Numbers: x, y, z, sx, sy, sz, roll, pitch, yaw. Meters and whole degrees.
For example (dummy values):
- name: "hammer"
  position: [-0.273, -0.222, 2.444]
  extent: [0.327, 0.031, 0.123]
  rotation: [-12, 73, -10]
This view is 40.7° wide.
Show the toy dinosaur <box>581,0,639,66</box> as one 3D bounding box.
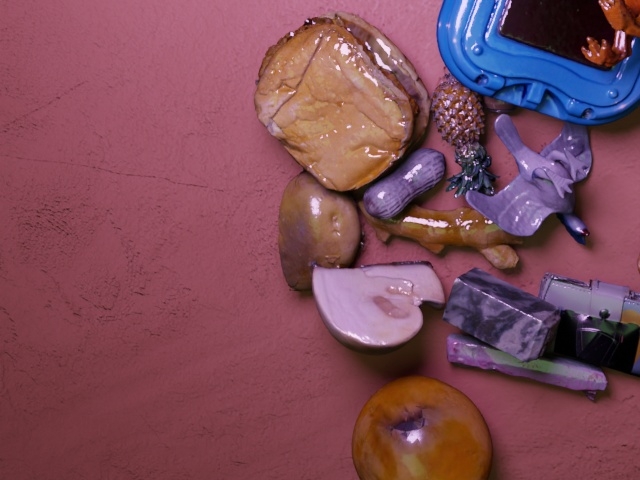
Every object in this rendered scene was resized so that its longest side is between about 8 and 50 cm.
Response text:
- name: "toy dinosaur"
  position: [0.462, -0.307, 1.170]
  extent: [0.208, 0.097, 0.432]
  rotation: [-36, 112, -9]

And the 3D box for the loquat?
- name: "loquat"
  position: [0.187, 0.383, 1.596]
  extent: [0.263, 0.263, 0.263]
  rotation: [6, 113, 16]

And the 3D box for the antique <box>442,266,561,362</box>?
- name: "antique"
  position: [0.318, 0.130, 1.496]
  extent: [0.183, 0.086, 0.088]
  rotation: [28, 118, 27]

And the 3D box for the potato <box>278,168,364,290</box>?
- name: "potato"
  position: [0.000, 0.000, 1.555]
  extent: [0.138, 0.098, 0.243]
  rotation: [6, 114, 32]

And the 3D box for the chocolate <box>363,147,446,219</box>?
- name: "chocolate"
  position: [0.145, -0.098, 1.470]
  extent: [0.167, 0.072, 0.072]
  rotation: [-35, 99, -6]

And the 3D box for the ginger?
- name: "ginger"
  position: [0.208, -0.031, 1.510]
  extent: [0.299, 0.065, 0.118]
  rotation: [13, 107, 16]

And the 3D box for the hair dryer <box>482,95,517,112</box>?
- name: "hair dryer"
  position: [0.350, -0.266, 1.374]
  extent: [0.181, 0.064, 0.117]
  rotation: [1, 112, 12]

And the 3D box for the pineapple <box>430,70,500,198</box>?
- name: "pineapple"
  position: [0.232, -0.172, 1.413]
  extent: [0.103, 0.083, 0.221]
  rotation: [15, 127, 56]

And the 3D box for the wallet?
- name: "wallet"
  position: [0.482, 0.150, 1.493]
  extent: [0.231, 0.069, 0.170]
  rotation: [15, 120, 13]

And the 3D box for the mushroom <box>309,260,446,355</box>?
- name: "mushroom"
  position: [0.101, 0.147, 1.536]
  extent: [0.236, 0.173, 0.162]
  rotation: [-2, 145, -6]

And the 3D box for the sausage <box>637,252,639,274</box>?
- name: "sausage"
  position: [0.624, 0.073, 1.385]
  extent: [0.241, 0.120, 0.136]
  rotation: [42, 132, -2]

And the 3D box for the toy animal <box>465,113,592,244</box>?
- name: "toy animal"
  position: [0.356, -0.091, 1.390]
  extent: [0.239, 0.176, 0.255]
  rotation: [-40, 88, -11]

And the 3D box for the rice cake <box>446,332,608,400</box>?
- name: "rice cake"
  position: [0.369, 0.233, 1.572]
  extent: [0.290, 0.051, 0.081]
  rotation: [13, 123, 13]

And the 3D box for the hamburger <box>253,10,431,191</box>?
- name: "hamburger"
  position: [0.034, -0.235, 1.442]
  extent: [0.259, 0.144, 0.283]
  rotation: [-33, 103, 30]

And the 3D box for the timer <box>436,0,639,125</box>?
- name: "timer"
  position: [0.357, -0.342, 1.270]
  extent: [0.340, 0.115, 0.309]
  rotation: [18, 106, -2]
